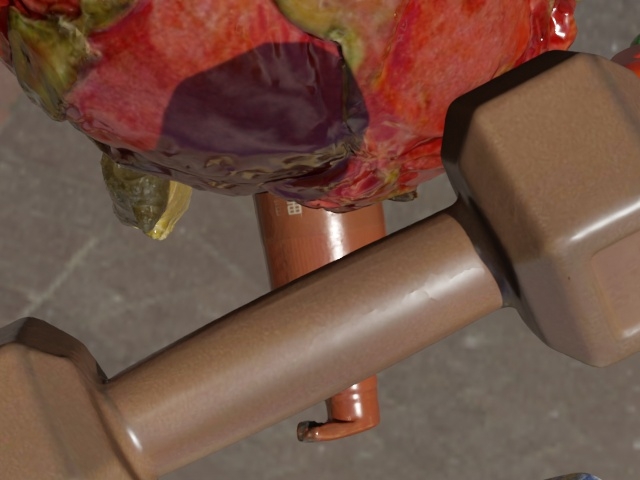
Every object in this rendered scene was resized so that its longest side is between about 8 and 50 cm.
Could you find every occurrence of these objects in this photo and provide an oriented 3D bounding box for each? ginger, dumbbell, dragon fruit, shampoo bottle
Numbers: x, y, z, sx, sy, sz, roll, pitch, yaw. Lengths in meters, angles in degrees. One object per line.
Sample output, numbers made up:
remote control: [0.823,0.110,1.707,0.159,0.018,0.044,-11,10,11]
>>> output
ginger: [-0.151,-0.053,1.447,0.115,0.081,0.205,43,164,29]
dumbbell: [-0.005,0.029,0.459,0.231,0.082,0.092,-28,126,1]
dragon fruit: [-0.032,-0.157,0.729,0.343,0.277,0.277,21,144,-18]
shampoo bottle: [0.001,0.000,1.020,0.085,0.244,0.085,-8,180,0]

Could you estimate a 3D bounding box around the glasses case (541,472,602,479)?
glasses case: [0.108,0.213,1.043,0.087,0.065,0.248,52,137,-5]

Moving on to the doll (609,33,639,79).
doll: [0.278,-0.066,1.303,0.160,0.363,0.182,-34,92,24]
